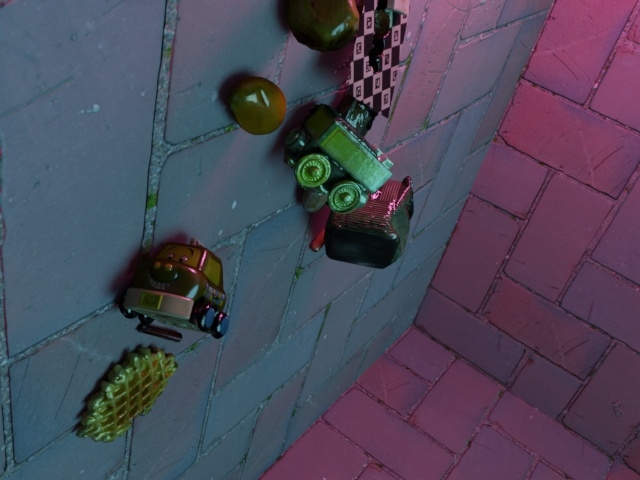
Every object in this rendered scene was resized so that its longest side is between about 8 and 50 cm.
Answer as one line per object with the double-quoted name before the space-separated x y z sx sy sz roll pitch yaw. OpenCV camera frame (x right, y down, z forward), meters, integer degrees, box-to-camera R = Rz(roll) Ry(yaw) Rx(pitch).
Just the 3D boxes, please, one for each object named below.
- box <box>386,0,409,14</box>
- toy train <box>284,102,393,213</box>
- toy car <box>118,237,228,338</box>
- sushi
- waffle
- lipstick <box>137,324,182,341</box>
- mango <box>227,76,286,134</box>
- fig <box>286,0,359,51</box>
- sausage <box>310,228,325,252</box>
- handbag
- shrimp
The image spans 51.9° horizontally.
"box" 0.191 -0.630 1.564 0.090 0.024 0.167 -17 114 -60
"toy train" 0.038 -0.195 1.614 0.188 0.159 0.271 -45 122 10
"toy car" -0.293 0.092 1.408 0.248 0.204 0.198 54 47 -69
"sushi" 0.123 -0.466 1.588 0.264 0.050 0.290 6 96 -62
"waffle" -0.455 0.369 1.567 0.261 0.056 0.250 -56 159 2
"lipstick" -0.380 0.219 1.563 0.027 0.027 0.176 -56 158 -4
"mango" -0.128 -0.280 1.343 0.115 0.089 0.165 -44 154 -8
"fig" 0.003 -0.460 1.309 0.154 0.144 0.166 -87 170 -60
"sausage" 0.000 0.000 2.080 0.083 0.034 0.034 -54 159 -15
"handbag" 0.151 -0.068 1.993 0.341 0.247 0.240 90 14 -69
"shrimp" 0.070 -0.265 1.785 0.221 0.110 0.446 -29 149 -61
